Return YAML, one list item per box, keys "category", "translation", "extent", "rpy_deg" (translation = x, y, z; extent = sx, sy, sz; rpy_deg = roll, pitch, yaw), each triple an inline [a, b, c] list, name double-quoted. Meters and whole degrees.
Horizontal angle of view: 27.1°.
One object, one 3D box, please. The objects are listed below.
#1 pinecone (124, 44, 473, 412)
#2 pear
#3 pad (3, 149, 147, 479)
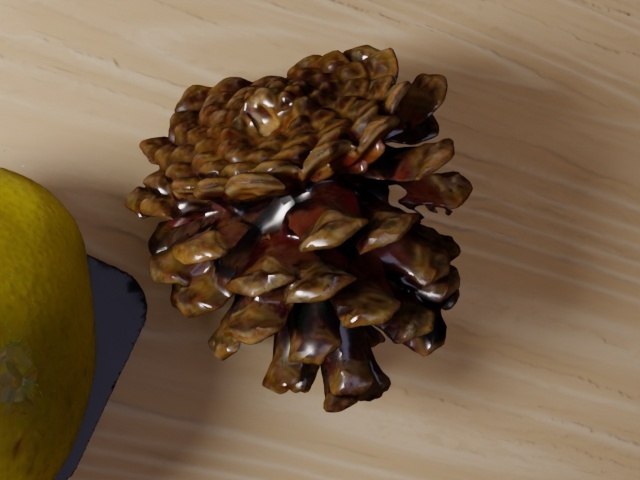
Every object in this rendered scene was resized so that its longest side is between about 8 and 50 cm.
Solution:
- category: "pinecone"
  translation: [0.000, 0.000, 1.381]
  extent: [0.384, 0.384, 0.384]
  rpy_deg: [1, 89, -23]
- category: "pear"
  translation: [-0.322, 0.113, 1.180]
  extent: [0.340, 0.191, 0.386]
  rpy_deg: [46, 57, -42]
- category: "pad"
  translation: [-0.375, 0.052, 1.381]
  extent: [0.375, 0.063, 0.315]
  rpy_deg: [27, 80, -9]
